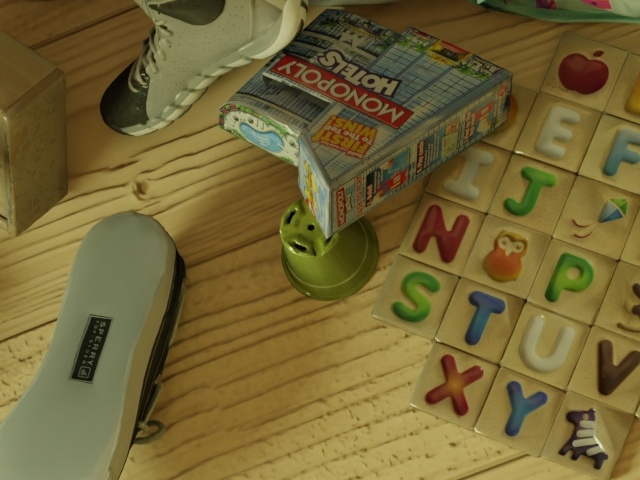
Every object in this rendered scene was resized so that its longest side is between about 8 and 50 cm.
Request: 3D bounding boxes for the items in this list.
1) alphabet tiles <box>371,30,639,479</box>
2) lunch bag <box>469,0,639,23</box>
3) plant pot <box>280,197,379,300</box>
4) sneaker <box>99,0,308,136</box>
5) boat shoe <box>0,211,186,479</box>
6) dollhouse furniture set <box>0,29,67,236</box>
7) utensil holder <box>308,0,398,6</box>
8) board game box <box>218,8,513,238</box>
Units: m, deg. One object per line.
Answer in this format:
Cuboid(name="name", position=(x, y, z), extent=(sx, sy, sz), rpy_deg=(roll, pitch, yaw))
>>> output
Cuboid(name="alphabet tiles", position=(0.213, 0.007, 1.355), extent=(0.285, 0.011, 0.342), rpy_deg=(21, 79, 18))
Cuboid(name="lunch bag", position=(0.250, -0.293, 1.361), extent=(0.262, 0.160, 0.223), rpy_deg=(3, 79, 25))
Cuboid(name="plant pot", position=(0.000, 0.000, 1.367), extent=(0.083, 0.079, 0.083), rpy_deg=(-3, 74, 11))
Cuboid(name="sneaker", position=(-0.132, -0.176, 1.384), extent=(0.229, 0.132, 0.086), rpy_deg=(-30, 50, 31))
Cuboid(name="boat shoe", position=(-0.184, 0.132, 1.357), extent=(0.113, 0.105, 0.306), rpy_deg=(7, 69, 18))
Cuboid(name="dollhouse furniture set", position=(-0.429, -0.039, 1.339), extent=(0.256, 0.362, 0.394), rpy_deg=(33, 55, 18))
Cuboid(name="utensil holder", position=(0.010, -0.424, 1.357), extent=(0.327, 0.327, 0.385), rpy_deg=(-2, 73, 12))
Cuboid(name="board game box", position=(0.021, -0.099, 1.353), extent=(0.194, 0.060, 0.194), rpy_deg=(27, 53, 23))
